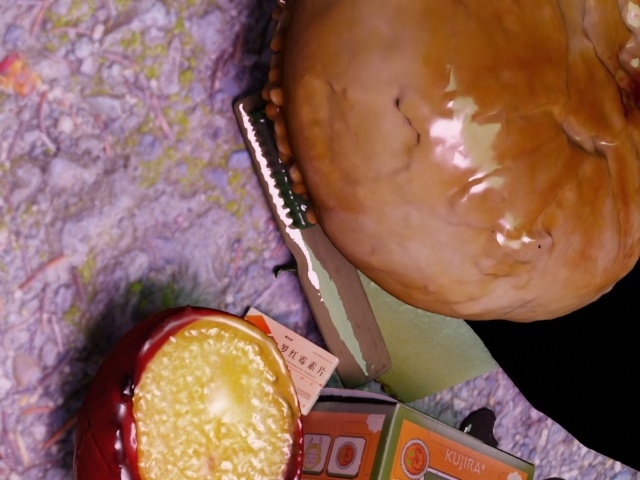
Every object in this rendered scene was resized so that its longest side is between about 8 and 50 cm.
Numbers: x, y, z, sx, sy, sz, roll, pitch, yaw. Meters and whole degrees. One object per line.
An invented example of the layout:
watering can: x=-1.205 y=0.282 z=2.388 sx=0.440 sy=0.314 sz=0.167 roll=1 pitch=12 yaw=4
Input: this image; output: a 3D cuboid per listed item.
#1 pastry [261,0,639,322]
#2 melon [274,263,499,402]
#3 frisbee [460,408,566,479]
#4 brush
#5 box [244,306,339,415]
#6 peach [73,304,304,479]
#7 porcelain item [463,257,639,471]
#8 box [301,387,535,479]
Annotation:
pastry: x=0.130 y=-0.128 z=1.157 sx=0.409 sy=0.245 sz=0.410 roll=5 pitch=82 yaw=-43
melon: x=0.054 y=0.077 z=1.322 sx=0.261 sy=0.053 sz=0.114 roll=35 pitch=101 yaw=-33
frisbee: x=0.199 y=0.274 z=1.491 sx=0.187 sy=0.012 sz=0.211 roll=-3 pitch=104 yaw=-35
brush: x=0.000 y=0.000 z=1.217 sx=0.054 sy=0.048 sz=0.282 roll=-28 pitch=108 yaw=-23
box: x=-0.037 y=0.106 z=1.232 sx=0.058 sy=0.093 sz=0.015 roll=-59 pitch=169 yaw=-5
peach: x=-0.103 y=0.162 z=1.119 sx=0.196 sy=0.190 sz=0.226 roll=-55 pitch=164 yaw=-58
porcelain item: x=0.298 y=0.096 z=1.338 sx=0.157 sy=0.286 sz=0.281 roll=-49 pitch=124 yaw=-14
box: x=0.058 y=0.231 z=1.259 sx=0.195 sy=0.177 sz=0.148 roll=29 pitch=68 yaw=-36
